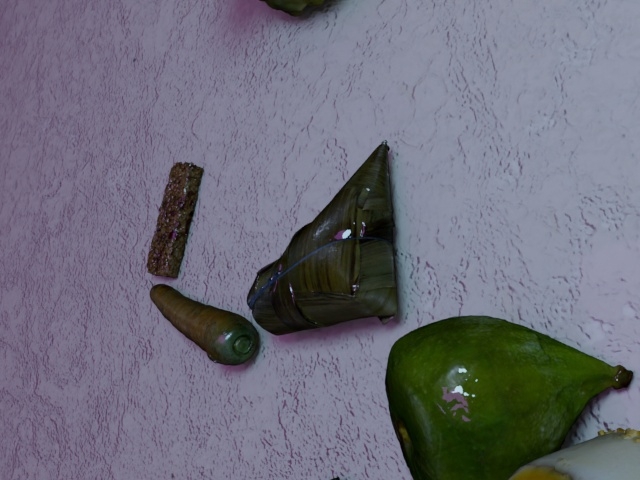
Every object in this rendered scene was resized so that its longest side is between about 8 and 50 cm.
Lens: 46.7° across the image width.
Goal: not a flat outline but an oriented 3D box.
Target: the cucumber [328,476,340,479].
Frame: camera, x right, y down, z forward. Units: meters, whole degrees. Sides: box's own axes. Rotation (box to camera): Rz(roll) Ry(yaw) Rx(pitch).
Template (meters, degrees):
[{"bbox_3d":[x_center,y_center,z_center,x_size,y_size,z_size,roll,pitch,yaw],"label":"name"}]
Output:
[{"bbox_3d":[0.021,0.400,0.896,0.078,0.062,0.211,126,132,-61],"label":"cucumber"}]

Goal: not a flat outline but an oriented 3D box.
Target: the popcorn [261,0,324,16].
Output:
[{"bbox_3d":[-0.063,-0.465,1.079,0.293,0.293,0.237,6,89,41],"label":"popcorn"}]

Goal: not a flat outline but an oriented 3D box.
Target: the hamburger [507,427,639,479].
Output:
[{"bbox_3d":[0.263,0.300,0.603,0.276,0.179,0.294,-142,55,-67],"label":"hamburger"}]

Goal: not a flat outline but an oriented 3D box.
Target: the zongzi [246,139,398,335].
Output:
[{"bbox_3d":[0.000,0.000,0.988,0.221,0.112,0.242,-17,60,37],"label":"zongzi"}]

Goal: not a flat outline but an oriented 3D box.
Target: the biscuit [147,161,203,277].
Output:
[{"bbox_3d":[-0.245,-0.036,1.248,0.064,0.034,0.199,7,83,40],"label":"biscuit"}]

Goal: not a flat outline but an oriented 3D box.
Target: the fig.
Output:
[{"bbox_3d":[0.193,0.159,0.772,0.235,0.203,0.203,-18,60,-8],"label":"fig"}]

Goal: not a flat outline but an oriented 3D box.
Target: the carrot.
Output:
[{"bbox_3d":[-0.201,0.116,1.157,0.298,0.078,0.078,22,93,47],"label":"carrot"}]
